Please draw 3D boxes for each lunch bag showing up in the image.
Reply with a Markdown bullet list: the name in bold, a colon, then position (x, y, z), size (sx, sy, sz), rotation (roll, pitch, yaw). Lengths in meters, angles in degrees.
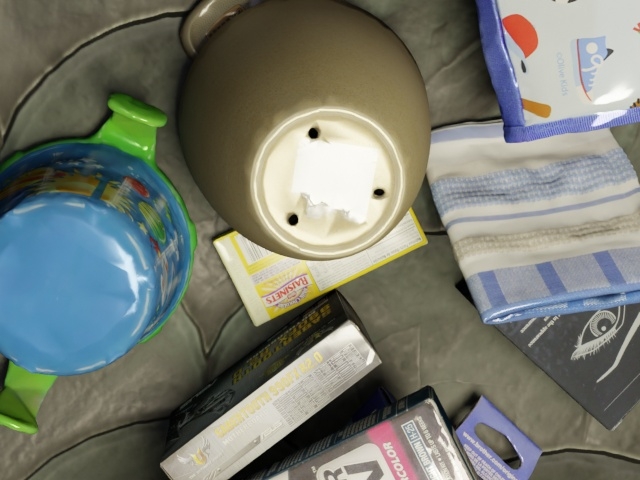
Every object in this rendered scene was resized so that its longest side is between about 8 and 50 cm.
- **lunch bag**: position (0.321, -0.286, 1.146), size (0.385, 0.239, 0.328), rotation (-15, 99, -13)

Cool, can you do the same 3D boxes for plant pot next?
- **plant pot**: position (-0.004, -0.085, 1.088), size (0.256, 0.274, 0.256), rotation (-1, 105, -5)

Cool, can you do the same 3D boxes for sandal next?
- **sandal**: position (-0.056, -0.262, 1.200), size (0.219, 0.060, 0.090), rotation (-42, 101, 3)

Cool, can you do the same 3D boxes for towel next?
- **towel**: position (0.222, -0.036, 1.172), size (0.209, 0.285, 0.034), rotation (-9, 131, -3)

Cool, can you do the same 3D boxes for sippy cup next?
- **sippy cup**: position (-0.238, 0.024, 1.150), size (0.240, 0.224, 0.305), rotation (-13, 100, -4)

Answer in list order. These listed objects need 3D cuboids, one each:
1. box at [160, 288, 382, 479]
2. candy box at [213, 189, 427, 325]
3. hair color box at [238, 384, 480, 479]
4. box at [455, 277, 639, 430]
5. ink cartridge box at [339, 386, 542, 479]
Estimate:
- **box**: position (-0.053, 0.151, 1.211), size (0.231, 0.183, 0.056), rotation (-37, 97, 2)
- **candy box**: position (0.000, 0.000, 1.269), size (0.206, 0.027, 0.105), rotation (-26, 104, -1)
- **hair color box**: position (-0.010, 0.294, 1.133), size (0.347, 0.105, 0.174), rotation (-28, 88, 5)
- **box**: position (0.275, 0.073, 1.268), size (0.207, 0.108, 0.153), rotation (43, 94, -11)
- **ink cartridge box**: position (0.078, 0.350, 1.275), size (0.270, 0.151, 0.395), rotation (42, 95, -10)
